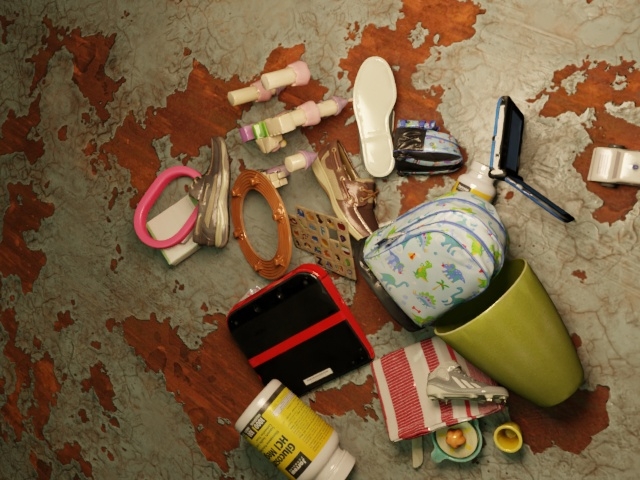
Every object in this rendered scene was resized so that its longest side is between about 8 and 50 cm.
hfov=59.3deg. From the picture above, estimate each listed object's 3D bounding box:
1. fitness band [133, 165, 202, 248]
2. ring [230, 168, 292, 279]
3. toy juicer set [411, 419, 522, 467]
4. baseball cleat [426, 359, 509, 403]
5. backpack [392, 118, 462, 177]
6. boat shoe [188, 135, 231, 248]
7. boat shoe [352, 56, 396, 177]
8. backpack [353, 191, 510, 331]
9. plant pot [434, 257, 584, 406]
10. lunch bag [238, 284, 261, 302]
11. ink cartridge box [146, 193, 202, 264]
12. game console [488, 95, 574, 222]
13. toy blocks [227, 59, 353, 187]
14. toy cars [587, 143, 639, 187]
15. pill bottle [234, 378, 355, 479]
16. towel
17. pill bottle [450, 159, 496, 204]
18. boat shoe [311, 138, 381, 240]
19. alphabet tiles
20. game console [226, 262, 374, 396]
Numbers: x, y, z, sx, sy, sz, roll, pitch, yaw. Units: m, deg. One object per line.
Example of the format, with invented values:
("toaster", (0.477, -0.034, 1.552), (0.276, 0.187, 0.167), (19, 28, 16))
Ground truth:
("fitness band", (-0.486, -0.107, 1.842), (0.209, 0.054, 0.291), (34, 87, 13))
("ring", (-0.189, -0.043, 1.670), (0.336, 0.032, 0.336), (28, 126, 48))
("toy juicer set", (0.345, 0.481, 1.486), (0.329, 0.089, 0.209), (-25, 82, 27))
("baseball cleat", (0.358, 0.347, 1.387), (0.206, 0.072, 0.109), (-8, 58, 28))
("backpack", (0.279, -0.236, 1.445), (0.173, 0.158, 0.117), (4, 77, 14))
("boat shoe", (-0.346, -0.153, 1.740), (0.130, 0.132, 0.355), (1, 82, -7))
("boat shoe", (0.145, -0.330, 1.528), (0.116, 0.099, 0.319), (-4, 93, -1))
("backpack", (0.276, 0.044, 1.337), (0.355, 0.273, 0.290), (-35, 93, 25))
("plant pot", (0.471, 0.239, 1.336), (0.275, 0.275, 0.293), (-41, 91, 23))
("lunch bag", (-0.204, 0.196, 1.771), (0.083, 0.053, 0.071), (47, 113, 7))
("ink cartridge box", (-0.445, -0.050, 1.880), (0.235, 0.056, 0.171), (-34, 77, 1))
("game console", (0.489, -0.175, 1.259), (0.173, 0.293, 0.250), (8, 96, 25))
("toy blocks", (-0.061, -0.332, 1.592), (0.288, 0.260, 0.309), (2, 113, 57))
("toy cars", (0.768, -0.083, 1.237), (0.176, 0.087, 0.393), (-43, 74, 22))
("pill bottle", (-0.069, 0.580, 1.635), (0.334, 0.188, 0.188), (39, 110, 8))
("towel", (0.297, 0.377, 1.488), (0.329, 0.037, 0.237), (-27, 58, 24))
("pill bottle", (0.380, -0.105, 1.425), (0.103, 0.103, 0.184), (30, 106, 22))
("boat shoe", (0.099, -0.131, 1.562), (0.123, 0.123, 0.342), (-38, 70, 25))
("alphabet tiles", (0.000, 0.000, 1.614), (0.237, 0.009, 0.198), (21, 135, 40))
("game console", (-0.074, 0.283, 1.689), (0.386, 0.060, 0.342), (-32, 94, 26))
